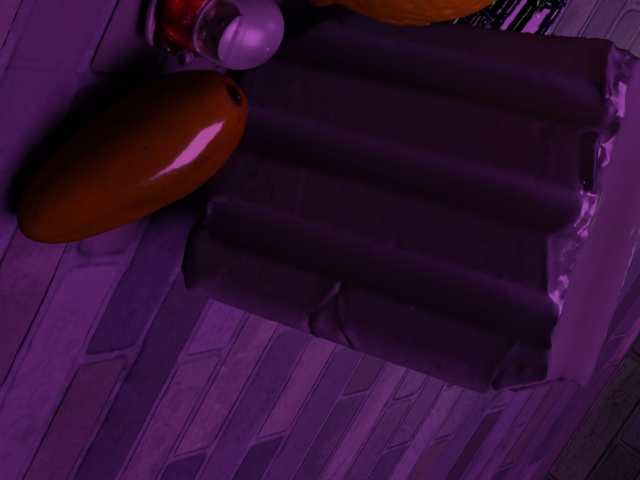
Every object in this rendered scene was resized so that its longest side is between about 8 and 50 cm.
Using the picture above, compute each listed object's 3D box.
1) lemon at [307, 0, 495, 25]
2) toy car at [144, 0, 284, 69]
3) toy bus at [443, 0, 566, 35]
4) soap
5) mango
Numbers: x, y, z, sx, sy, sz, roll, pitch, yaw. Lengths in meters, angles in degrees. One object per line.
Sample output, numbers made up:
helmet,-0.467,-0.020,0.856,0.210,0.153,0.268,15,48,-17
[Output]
lemon,0.088,-0.353,1.183,0.336,0.336,0.336,-38,151,-25
toy car,-0.085,-0.213,1.313,0.139,0.112,0.112,-13,135,-51
toy bus,0.163,-0.299,1.553,0.128,0.150,0.262,-53,149,6
soap,0.106,-0.046,1.436,0.213,0.435,0.350,12,92,-61
mango,-0.182,-0.077,1.327,0.253,0.113,0.138,-33,-167,0
